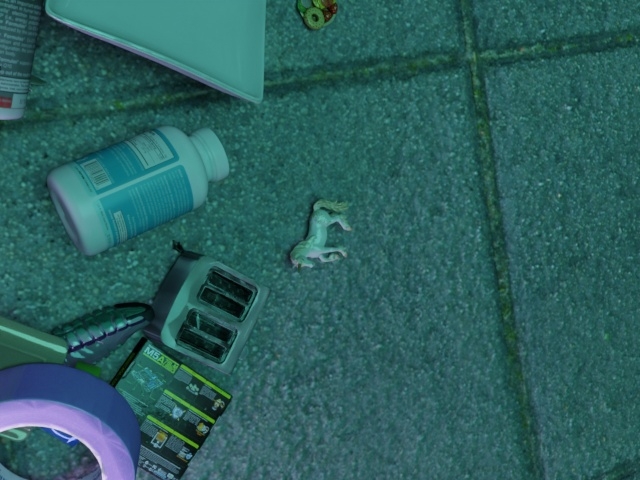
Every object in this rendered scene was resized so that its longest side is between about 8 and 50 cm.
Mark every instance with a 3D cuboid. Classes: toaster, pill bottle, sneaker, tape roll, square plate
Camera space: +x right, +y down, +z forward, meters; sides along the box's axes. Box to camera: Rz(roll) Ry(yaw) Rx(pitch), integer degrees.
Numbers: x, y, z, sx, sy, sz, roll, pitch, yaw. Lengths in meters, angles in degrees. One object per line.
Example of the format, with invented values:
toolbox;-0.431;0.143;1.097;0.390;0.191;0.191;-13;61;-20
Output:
toaster;-0.193;0.116;1.330;0.186;0.110;0.168;31;77;-25
pill bottle;-0.281;-0.091;1.255;0.264;0.146;0.146;-26;104;-24
sneaker;-0.367;0.174;1.270;0.224;0.083;0.098;-19;111;-14
tape roll;-0.409;0.319;1.169;0.275;0.090;0.274;-2;117;-5
pill bottle;-0.463;-0.319;1.075;0.161;0.161;0.283;9;102;-27
square plate;-0.242;-0.401;1.246;0.344;0.049;0.347;18;55;-29

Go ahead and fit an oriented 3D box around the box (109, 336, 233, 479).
box;-0.273;0.289;1.334;0.191;0.045;0.184;38;73;-22

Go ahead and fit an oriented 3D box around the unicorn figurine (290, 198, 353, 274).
unicorn figurine;0.000;0.000;1.460;0.111;0.060;0.161;13;70;-27

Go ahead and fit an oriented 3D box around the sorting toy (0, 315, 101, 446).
sorting toy;-0.491;0.191;1.179;0.348;0.047;0.196;24;111;-15

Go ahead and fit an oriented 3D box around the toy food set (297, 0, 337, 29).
toy food set;-0.005;-0.433;1.452;0.083;0.020;0.082;-33;106;-22

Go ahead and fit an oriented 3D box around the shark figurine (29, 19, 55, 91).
shark figurine;-0.433;-0.372;1.186;0.166;0.116;0.278;29;77;-24
